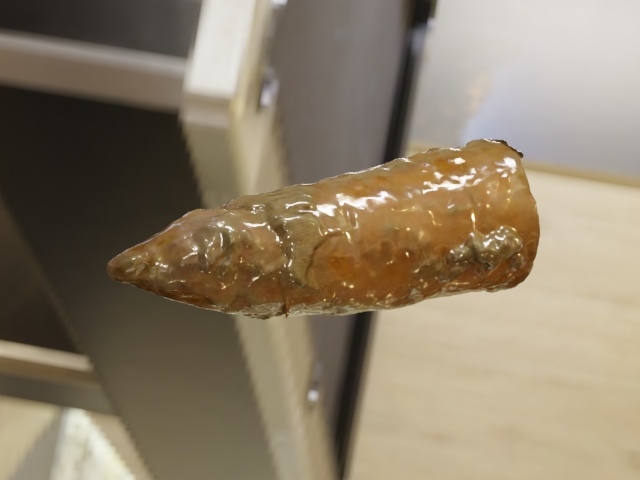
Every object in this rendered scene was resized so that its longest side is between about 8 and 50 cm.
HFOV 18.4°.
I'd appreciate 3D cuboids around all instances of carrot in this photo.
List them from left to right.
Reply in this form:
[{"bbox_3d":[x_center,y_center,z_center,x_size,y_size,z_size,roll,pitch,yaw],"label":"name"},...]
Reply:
[{"bbox_3d":[0.000,0.000,1.154,0.102,0.263,0.101,27,-60,59],"label":"carrot"}]
